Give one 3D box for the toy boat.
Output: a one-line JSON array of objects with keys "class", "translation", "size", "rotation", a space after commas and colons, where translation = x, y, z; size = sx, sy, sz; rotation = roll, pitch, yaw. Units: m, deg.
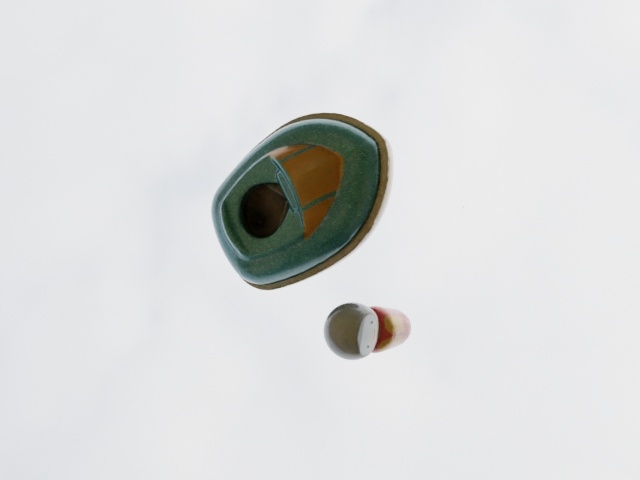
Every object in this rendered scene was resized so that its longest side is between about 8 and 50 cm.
[{"class": "toy boat", "translation": [0.000, 0.000, 1.364], "size": [0.267, 0.148, 0.318], "rotation": [-38, -110, 24]}]
